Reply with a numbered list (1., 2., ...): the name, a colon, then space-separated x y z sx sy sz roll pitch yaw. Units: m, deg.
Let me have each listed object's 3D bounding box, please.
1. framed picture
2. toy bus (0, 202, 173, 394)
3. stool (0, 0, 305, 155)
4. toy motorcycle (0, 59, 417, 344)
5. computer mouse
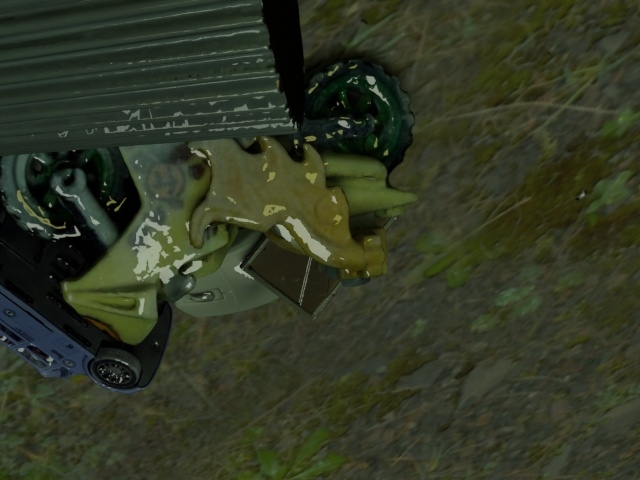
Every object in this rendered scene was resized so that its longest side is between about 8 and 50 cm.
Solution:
1. framed picture: 0.000 0.000 1.635 0.109 0.011 0.149 39 92 -28
2. toy bus: -0.292 0.048 1.608 0.133 0.125 0.292 -23 128 38
3. stool: -0.198 -0.212 1.327 0.330 0.297 0.297 -9 128 6
4. toy motorcycle: -0.096 -0.038 1.504 0.410 0.169 0.237 -12 99 -13
5. computer mouse: -0.090 0.036 1.665 0.181 0.056 0.089 -20 122 11
